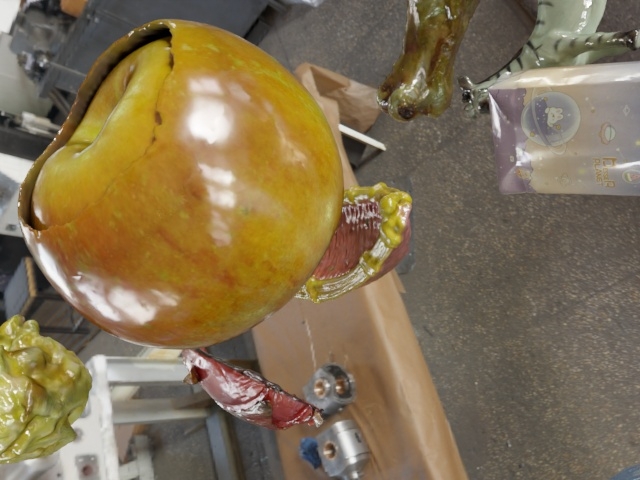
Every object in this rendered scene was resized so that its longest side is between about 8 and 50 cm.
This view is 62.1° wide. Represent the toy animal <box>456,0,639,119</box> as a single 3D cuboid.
[{"bbox_3d":[0.232,-0.216,0.517,0.176,0.073,0.217,12,85,48],"label":"toy animal"}]

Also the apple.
[{"bbox_3d":[-0.102,-0.044,0.404,0.237,0.207,0.237,-35,26,20],"label":"apple"}]

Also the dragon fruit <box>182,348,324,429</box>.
[{"bbox_3d":[-0.157,0.310,1.090,0.343,0.282,0.100,25,69,8],"label":"dragon fruit"}]

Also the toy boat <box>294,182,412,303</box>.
[{"bbox_3d":[0.006,0.002,0.606,0.318,0.099,0.141,-13,56,54],"label":"toy boat"}]

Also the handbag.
[{"bbox_3d":[0.244,-0.097,0.469,0.173,0.095,0.117,8,128,38],"label":"handbag"}]

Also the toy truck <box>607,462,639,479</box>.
[{"bbox_3d":[0.376,0.371,0.465,0.146,0.175,0.367,-53,26,43],"label":"toy truck"}]

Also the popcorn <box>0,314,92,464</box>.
[{"bbox_3d":[-0.415,0.208,0.725,0.167,0.187,0.185,-2,39,12],"label":"popcorn"}]

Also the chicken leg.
[{"bbox_3d":[0.183,-0.330,0.637,0.140,0.211,0.361,-88,-1,-60],"label":"chicken leg"}]
